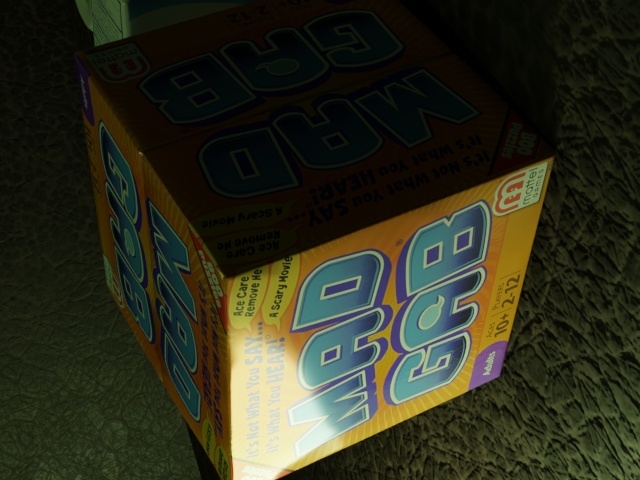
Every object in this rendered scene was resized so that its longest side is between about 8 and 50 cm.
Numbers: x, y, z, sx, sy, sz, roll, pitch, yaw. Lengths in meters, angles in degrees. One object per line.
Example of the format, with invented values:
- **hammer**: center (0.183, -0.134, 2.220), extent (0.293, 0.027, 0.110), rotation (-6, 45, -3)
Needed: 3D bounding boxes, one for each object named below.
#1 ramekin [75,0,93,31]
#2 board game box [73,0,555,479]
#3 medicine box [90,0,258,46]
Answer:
- **ramekin**: center (-0.410, -0.553, 2.218), extent (0.303, 0.148, 0.303), rotation (164, 90, -73)
- **board game box**: center (-0.021, -0.016, 1.237), extent (0.356, 0.356, 0.356), rotation (52, 153, 36)
- **medicine box**: center (-0.153, -0.254, 1.499), extent (0.149, 0.263, 0.289), rotation (55, 153, 39)
